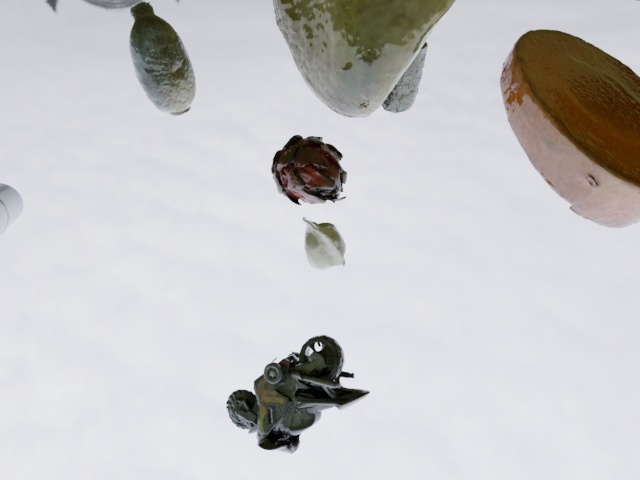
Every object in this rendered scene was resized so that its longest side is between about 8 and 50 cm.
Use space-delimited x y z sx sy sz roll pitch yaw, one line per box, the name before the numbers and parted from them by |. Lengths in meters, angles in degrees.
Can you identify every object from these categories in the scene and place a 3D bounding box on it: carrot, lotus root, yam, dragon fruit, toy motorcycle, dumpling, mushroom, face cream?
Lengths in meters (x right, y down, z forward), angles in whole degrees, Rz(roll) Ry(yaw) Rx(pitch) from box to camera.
carrot | 0.368 -0.166 0.701 0.258 0.100 0.307 -14 -114 -32
lotus root | -0.486 -0.540 1.545 0.175 0.349 0.175 -9 -143 7
yam | 0.194 -0.401 1.187 0.107 0.183 0.107 2 -120 -4
dragon fruit | -0.027 -0.172 1.253 0.189 0.182 0.182 0 -140 2
toy motorcycle | -0.055 0.320 1.010 0.173 0.307 0.108 58 -159 14
dumpling | -0.001 -0.001 1.463 0.126 0.166 0.216 -26 -162 15
mushroom | 0.028 -0.298 0.671 0.217 0.292 0.212 29 -114 -9
face cream | -0.507 -0.037 0.752 0.077 0.077 0.250 -15 -163 -18
